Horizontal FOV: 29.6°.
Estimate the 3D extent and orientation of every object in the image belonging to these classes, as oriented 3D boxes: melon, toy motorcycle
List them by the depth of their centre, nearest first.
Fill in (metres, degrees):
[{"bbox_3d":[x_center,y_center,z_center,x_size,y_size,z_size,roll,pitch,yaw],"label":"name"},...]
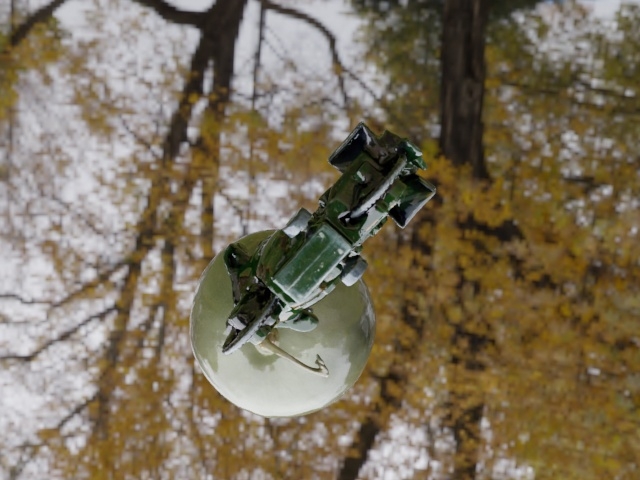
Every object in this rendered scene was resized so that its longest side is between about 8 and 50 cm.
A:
[{"bbox_3d":[0.000,0.000,1.213,0.125,0.274,0.187,42,-170,-7],"label":"toy motorcycle"},{"bbox_3d":[-0.049,0.111,1.634,0.272,0.272,0.308,12,170,21],"label":"melon"}]
